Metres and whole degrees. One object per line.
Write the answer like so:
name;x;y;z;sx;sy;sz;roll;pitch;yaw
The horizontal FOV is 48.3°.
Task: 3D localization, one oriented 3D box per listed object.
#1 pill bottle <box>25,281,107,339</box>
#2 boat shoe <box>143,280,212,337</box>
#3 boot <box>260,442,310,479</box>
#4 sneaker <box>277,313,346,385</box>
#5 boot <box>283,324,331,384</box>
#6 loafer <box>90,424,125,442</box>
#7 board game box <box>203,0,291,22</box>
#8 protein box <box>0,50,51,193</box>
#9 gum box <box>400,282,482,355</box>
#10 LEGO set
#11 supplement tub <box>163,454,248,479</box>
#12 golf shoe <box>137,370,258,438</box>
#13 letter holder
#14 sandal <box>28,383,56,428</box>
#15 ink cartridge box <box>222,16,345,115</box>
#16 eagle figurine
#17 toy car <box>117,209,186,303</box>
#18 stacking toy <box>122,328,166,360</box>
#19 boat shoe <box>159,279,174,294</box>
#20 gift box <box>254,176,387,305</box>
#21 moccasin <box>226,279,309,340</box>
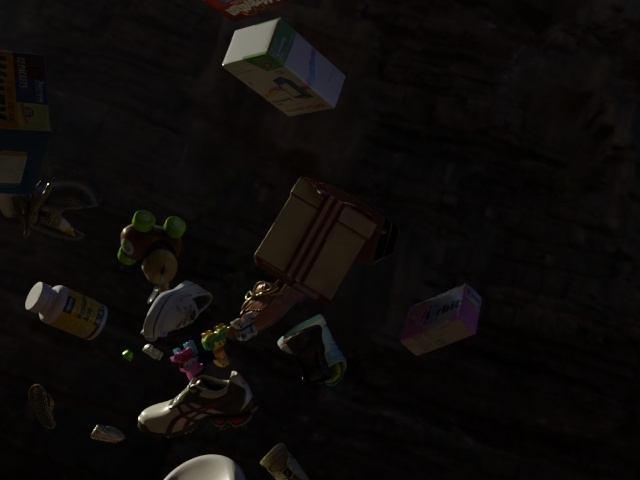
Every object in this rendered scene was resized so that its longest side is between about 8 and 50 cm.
pill bottle;-0.407;0.111;1.143;0.065;0.065;0.116;-2;-27;47
boat shoe;-0.296;0.144;1.517;0.075;0.083;0.226;16;24;9
boot;-0.071;0.616;1.843;0.165;0.077;0.213;47;-10;24
sneaker;-0.024;0.361;2.199;0.208;0.127;0.319;60;-19;9
boot;-0.015;0.235;1.451;0.082;0.106;0.219;-24;-13;3
loafer;-0.618;0.564;2.067;0.045;0.039;0.125;45;-2;33
board game box;-0.186;-0.580;1.659;0.145;0.027;0.281;27;-12;-34
protein box;-0.528;-0.176;1.077;0.199;0.136;0.201;-1;-24;-30
gum box;0.271;0.184;1.633;0.062;0.107;0.188;41;-46;-20
LEGO set;-0.243;0.256;1.631;0.087;0.227;0.093;-15;-80;51
supplement tub;-0.231;0.691;1.673;0.235;0.235;0.325;3;-50;38
golf shoe;-0.272;0.347;1.539;0.272;0.120;0.105;-11;20;11
letter holder;0.125;-0.081;2.546;0.301;0.215;0.152;29;31;29
sandal;-0.853;0.508;2.210;0.072;0.049;0.180;11;-54;24
ink cartridge box;-0.075;-0.361;1.516;0.154;0.093;0.212;2;-21;45
eagle figurine;-0.859;-0.088;2.302;0.226;0.225;0.298;-18;4;11
toy car;-0.400;0.053;1.699;0.148;0.189;0.155;11;-45;-27
stacking toy;-0.455;0.255;1.975;0.052;0.167;0.221;41;-33;-20
boat shoe;-0.526;0.196;2.409;0.048;0.153;0.056;2;6;12
gift box;0.000;0.000;1.796;0.255;0.258;0.276;31;-11;-4
moccasin;-0.158;0.183;2.211;0.139;0.380;0.147;-18;-76;53
